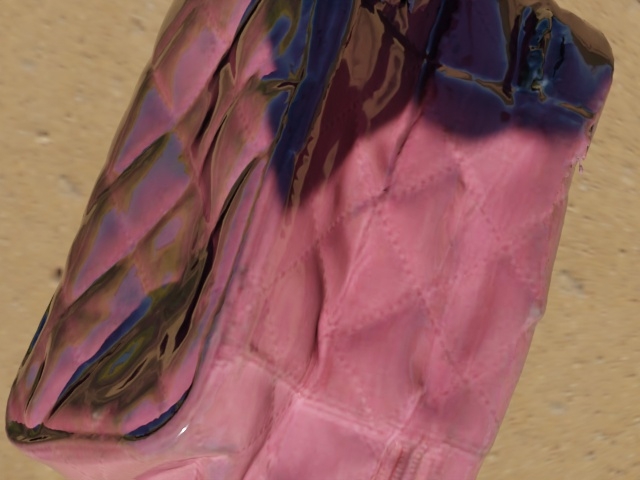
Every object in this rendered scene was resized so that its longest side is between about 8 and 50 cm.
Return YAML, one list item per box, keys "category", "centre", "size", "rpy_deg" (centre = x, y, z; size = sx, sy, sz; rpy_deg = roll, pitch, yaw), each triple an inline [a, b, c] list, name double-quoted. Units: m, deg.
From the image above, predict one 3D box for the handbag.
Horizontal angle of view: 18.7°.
- category: "handbag"
  centre: [0.000, 0.000, 0.665]
  size: [0.146, 0.135, 0.225]
  rpy_deg: [-10, 57, 59]
